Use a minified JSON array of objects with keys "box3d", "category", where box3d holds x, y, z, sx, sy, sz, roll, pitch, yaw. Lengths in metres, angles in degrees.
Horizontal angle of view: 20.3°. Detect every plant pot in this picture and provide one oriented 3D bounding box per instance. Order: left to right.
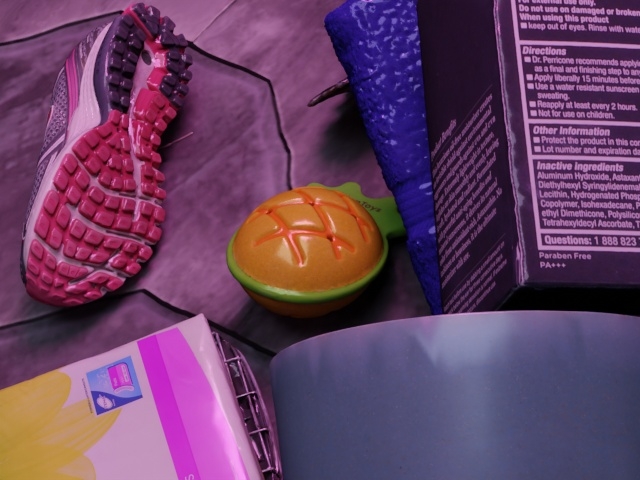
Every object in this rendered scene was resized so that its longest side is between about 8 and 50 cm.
[{"box3d":[0.113,0.193,1.187,0.293,0.293,0.235,-5,74,13],"category":"plant pot"}]

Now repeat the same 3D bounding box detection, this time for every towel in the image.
[{"box3d":[0.155,-0.078,1.416,0.227,0.076,0.308,-21,87,-2],"category":"towel"}]

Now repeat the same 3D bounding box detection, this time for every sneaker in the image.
[{"box3d":[-0.201,-0.068,1.600,0.112,0.121,0.299,-19,44,42],"category":"sneaker"}]

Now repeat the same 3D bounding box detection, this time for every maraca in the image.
[{"box3d":[0.000,0.000,1.486,0.127,0.099,0.185,24,38,22],"category":"maraca"}]

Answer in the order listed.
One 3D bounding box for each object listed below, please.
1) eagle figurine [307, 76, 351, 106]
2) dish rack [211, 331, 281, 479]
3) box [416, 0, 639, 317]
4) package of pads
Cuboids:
[{"box3d":[0.156,-0.179,1.545,0.298,0.225,0.226,-59,10,7],"category":"eagle figurine"},{"box3d":[-0.166,0.188,1.408,0.271,0.074,0.208,-19,52,0],"category":"dish rack"},{"box3d":[0.238,-0.072,1.257,0.296,0.183,0.294,2,69,-13],"category":"box"},{"box3d":[-0.144,0.217,1.267,0.229,0.101,0.296,-21,50,-3],"category":"package of pads"}]
